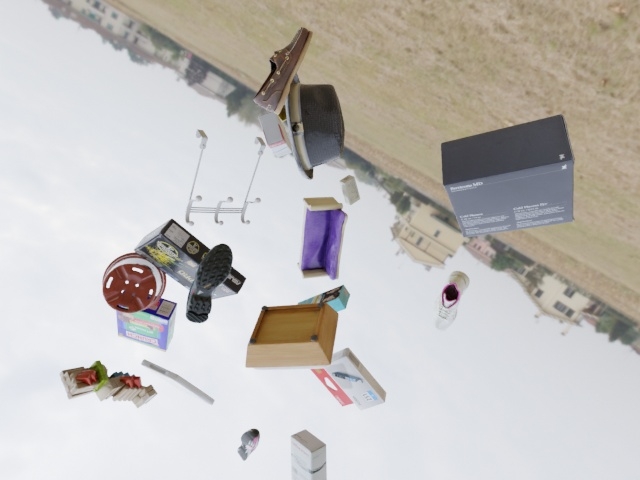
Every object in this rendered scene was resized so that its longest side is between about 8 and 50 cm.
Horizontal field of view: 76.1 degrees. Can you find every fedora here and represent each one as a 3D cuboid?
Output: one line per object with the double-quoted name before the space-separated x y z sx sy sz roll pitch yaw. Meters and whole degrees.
"fedora" -0.005 -0.363 1.281 0.152 0.334 0.334 -6 -172 8

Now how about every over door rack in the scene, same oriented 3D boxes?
"over door rack" -0.320 -0.197 1.398 0.239 0.324 0.108 -2 -152 -39

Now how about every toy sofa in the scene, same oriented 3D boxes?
"toy sofa" 0.000 0.000 1.799 0.150 0.363 0.177 -4 -151 -20

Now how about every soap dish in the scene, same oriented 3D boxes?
"soap dish" -0.095 0.315 1.375 0.290 0.118 0.229 -6 -148 15

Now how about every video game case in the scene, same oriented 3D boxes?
"video game case" -0.521 0.520 1.497 0.206 0.026 0.227 7 144 35

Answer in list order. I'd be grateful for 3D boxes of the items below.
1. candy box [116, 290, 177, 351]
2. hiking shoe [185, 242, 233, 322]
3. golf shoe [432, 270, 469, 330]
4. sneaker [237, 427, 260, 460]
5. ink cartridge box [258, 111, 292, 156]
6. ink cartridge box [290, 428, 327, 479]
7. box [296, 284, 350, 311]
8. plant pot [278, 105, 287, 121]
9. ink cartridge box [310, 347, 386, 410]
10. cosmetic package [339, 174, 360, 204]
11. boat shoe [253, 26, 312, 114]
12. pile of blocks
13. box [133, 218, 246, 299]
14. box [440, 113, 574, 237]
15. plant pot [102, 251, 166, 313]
"candy box" -0.884 0.406 2.081 0.268 0.317 0.122 19 -136 -5
"hiking shoe" -0.414 0.139 1.471 0.113 0.304 0.132 24 -174 -29
"golf shoe" 0.566 0.285 1.841 0.115 0.306 0.140 23 -156 26
"sneaker" -0.279 0.805 1.651 0.072 0.178 0.077 42 -145 17
"ink cartridge box" -0.181 -0.430 1.671 0.175 0.072 0.128 35 -143 -82
"ink cartridge box" -0.050 0.936 1.728 0.086 0.209 0.153 -7 -169 -39
"box" 0.001 0.273 1.716 0.060 0.244 0.100 56 -152 -16
"plant pot" -0.180 -0.675 2.083 0.081 0.081 0.083 47 -145 -40
"ink cartridge box" 0.107 0.641 1.837 0.296 0.261 0.066 51 -150 -13
"cosmetic package" 0.126 -0.216 1.755 0.041 0.060 0.115 33 149 49
"boat shoe" -0.087 -0.402 0.950 0.073 0.207 0.073 24 -177 -17
"pile of blocks" -0.760 0.518 1.530 0.362 0.112 0.149 34 -160 -43
"box" -0.549 0.097 1.719 0.395 0.097 0.318 44 145 -25
"box" 0.585 -0.183 1.281 0.343 0.179 0.312 -9 147 26
"plant pot" -0.806 0.191 1.753 0.272 0.272 0.265 28 172 -18
